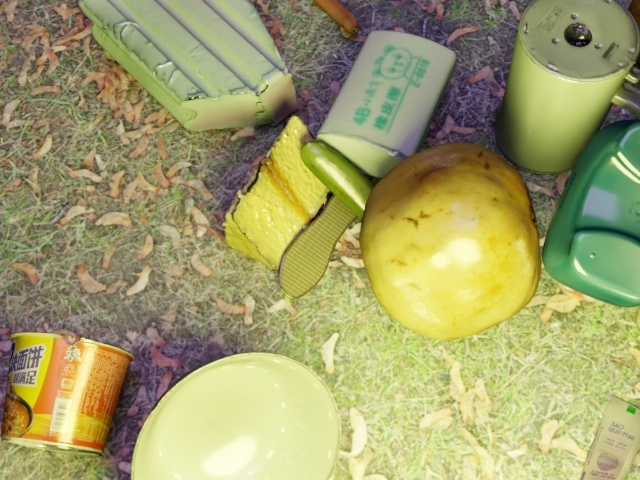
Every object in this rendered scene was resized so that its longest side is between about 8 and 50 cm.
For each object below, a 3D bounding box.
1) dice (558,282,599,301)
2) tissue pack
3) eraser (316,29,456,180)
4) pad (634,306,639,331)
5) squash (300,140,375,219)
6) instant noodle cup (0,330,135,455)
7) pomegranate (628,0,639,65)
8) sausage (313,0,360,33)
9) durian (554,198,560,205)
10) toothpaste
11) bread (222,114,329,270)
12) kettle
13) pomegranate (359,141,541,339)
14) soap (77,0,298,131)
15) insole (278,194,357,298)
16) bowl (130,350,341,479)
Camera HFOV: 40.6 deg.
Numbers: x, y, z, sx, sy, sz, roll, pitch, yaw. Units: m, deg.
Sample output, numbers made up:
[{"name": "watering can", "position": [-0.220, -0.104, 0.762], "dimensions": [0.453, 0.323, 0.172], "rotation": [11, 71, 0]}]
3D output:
[{"name": "dice", "position": [0.482, 0.048, 1.547], "dimensions": [0.094, 0.091, 0.093], "rotation": [26, 67, 14]}, {"name": "tissue pack", "position": [0.488, -0.042, 1.410], "dimensions": [0.198, 0.206, 0.287], "rotation": [23, 89, 1]}, {"name": "eraser", "position": [0.129, -0.264, 1.664], "dimensions": [0.189, 0.104, 0.290], "rotation": [15, 61, 17]}, {"name": "pad", "position": [0.683, 0.104, 1.476], "dimensions": [0.286, 0.018, 0.284], "rotation": [37, 70, -13]}, {"name": "squash", "position": [0.060, -0.097, 1.617], "dimensions": [0.252, 0.066, 0.066], "rotation": [44, 69, -12]}, {"name": "instant noodle cup", "position": [-0.422, 0.256, 1.418], "dimensions": [0.213, 0.213, 0.174], "rotation": [6, 71, 5]}, {"name": "pomegranate", "position": [0.716, -0.422, 1.720], "dimensions": [0.233, 0.233, 0.233], "rotation": [-1, 63, 2]}, {"name": "sausage", "position": [0.027, -0.504, 1.872], "dimensions": [0.040, 0.047, 0.176], "rotation": [-40, 67, 0]}, {"name": "durian", "position": [0.571, -0.050, 1.591], "dimensions": [0.261, 0.153, 0.186], "rotation": [15, 39, 1]}, {"name": "toothpaste", "position": [0.452, 0.387, 1.400], "dimensions": [0.075, 0.048, 0.301], "rotation": [12, 53, 39]}, {"name": "bread", "position": [-0.080, -0.088, 1.626], "dimensions": [0.178, 0.142, 0.266], "rotation": [43, 64, -23]}, {"name": "kettle", "position": [0.468, -0.275, 1.587], "dimensions": [0.265, 0.318, 0.205], "rotation": [5, 63, 3]}, {"name": "pomegranate", "position": [0.211, 0.002, 1.451], "dimensions": [0.333, 0.332, 0.332], "rotation": [-1, 63, 2]}, {"name": "soap", "position": [-0.253, -0.396, 1.765], "dimensions": [0.261, 0.156, 0.446], "rotation": [-40, 68, -17]}, {"name": "insole", "position": [0.000, 0.000, 1.616], "dimensions": [0.086, 0.005, 0.253], "rotation": [39, 66, -11]}, {"name": "bowl", "position": [-0.148, 0.305, 1.369], "dimensions": [0.337, 0.337, 0.157], "rotation": [-31, 27, -13]}]
